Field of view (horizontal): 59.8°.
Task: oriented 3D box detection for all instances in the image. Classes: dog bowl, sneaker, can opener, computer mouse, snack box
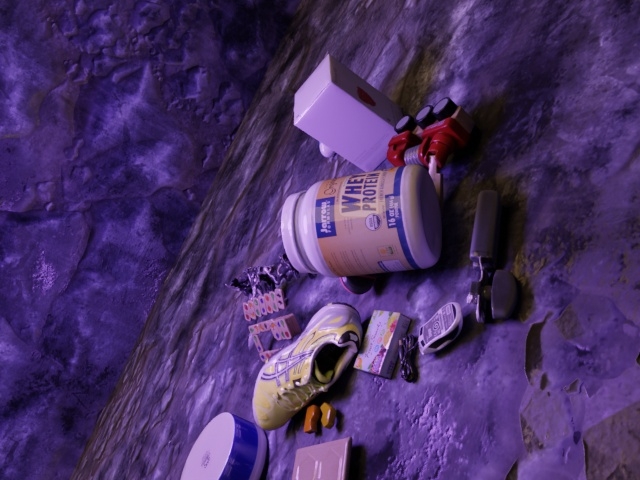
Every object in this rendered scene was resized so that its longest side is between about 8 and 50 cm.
[{"bbox_3d":[-0.261,0.600,1.477,0.265,0.104,0.264,-45,24,27],"label":"dog bowl"},{"bbox_3d":[0.070,-0.400,1.953,0.237,0.085,0.086,-61,21,3],"label":"sneaker"},{"bbox_3d":[0.332,0.031,1.074,0.093,0.074,0.280,-2,57,21],"label":"can opener"},{"bbox_3d":[-0.043,0.318,1.333,0.384,0.145,0.147,-55,14,15],"label":"sneaker"},{"bbox_3d":[0.081,0.051,1.481,0.313,0.116,0.136,-94,24,-52],"label":"sneaker"},{"bbox_3d":[0.226,0.197,1.111,0.193,0.042,0.106,-48,23,36],"label":"computer mouse"},{"bbox_3d":[0.137,0.229,1.239,0.100,0.037,0.141,-7,58,61],"label":"snack box"}]

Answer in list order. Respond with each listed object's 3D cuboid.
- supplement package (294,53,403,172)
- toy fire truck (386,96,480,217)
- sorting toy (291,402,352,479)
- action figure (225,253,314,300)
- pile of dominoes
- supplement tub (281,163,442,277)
[{"bbox_3d":[0.087,-0.371,1.651,0.175,0.293,0.177,-43,31,32],"label":"supplement package"},{"bbox_3d":[0.256,-0.188,1.358,0.217,0.158,0.246,-10,45,58],"label":"toy fire truck"},{"bbox_3d":[0.004,0.502,1.208,0.229,0.041,0.307,-38,33,47],"label":"sorting toy"},{"bbox_3d":[-0.165,0.134,1.710,0.276,0.164,0.140,-23,78,30],"label":"action figure"},{"bbox_3d":[-0.150,0.252,1.590,0.040,0.195,0.251,-23,-1,-40],"label":"pile of dominoes"},{"bbox_3d":[0.094,-0.036,1.250,0.317,0.228,0.228,-8,51,24],"label":"supplement tub"}]
